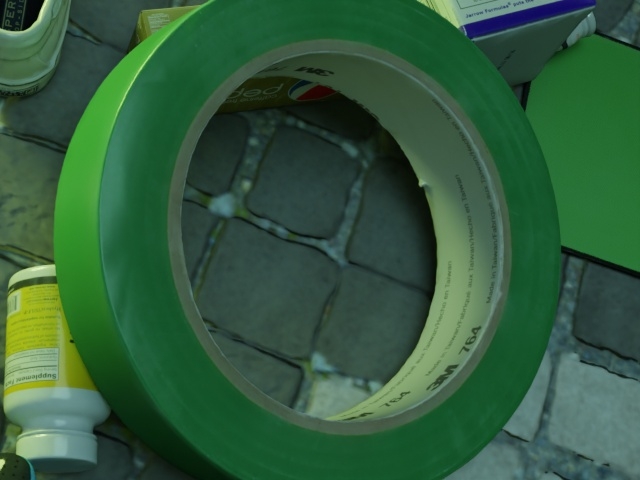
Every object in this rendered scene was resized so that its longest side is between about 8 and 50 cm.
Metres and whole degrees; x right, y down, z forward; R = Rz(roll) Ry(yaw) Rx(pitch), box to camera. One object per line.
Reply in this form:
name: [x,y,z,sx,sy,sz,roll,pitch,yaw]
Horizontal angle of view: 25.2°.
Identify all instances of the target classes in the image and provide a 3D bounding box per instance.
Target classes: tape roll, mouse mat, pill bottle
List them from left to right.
pill bottle: [-0.157,0.078,0.861,0.065,0.065,0.116,4,69,-16]
tape roll: [0.000,0.000,0.881,0.321,0.077,0.321,4,82,-29]
mouse mat: [0.217,-0.068,1.066,0.153,0.007,0.189,19,67,-10]

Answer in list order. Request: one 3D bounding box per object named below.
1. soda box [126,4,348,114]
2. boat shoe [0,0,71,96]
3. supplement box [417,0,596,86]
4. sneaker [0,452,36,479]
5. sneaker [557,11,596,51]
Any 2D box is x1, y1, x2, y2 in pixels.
soda box: [-0.036,-0.127,0.978,0.181,0.061,0.058,-8,73,-20]
boat shoe: [-0.200,-0.231,0.953,0.096,0.088,0.267,10,68,-13]
supplement box: [0.085,-0.220,1.022,0.114,0.111,0.220,-18,75,-23]
sneaker: [-0.083,0.248,0.786,0.341,0.125,0.139,34,62,-3]
sneaker: [0.156,-0.186,1.070,0.044,0.040,0.109,-38,74,-16]
